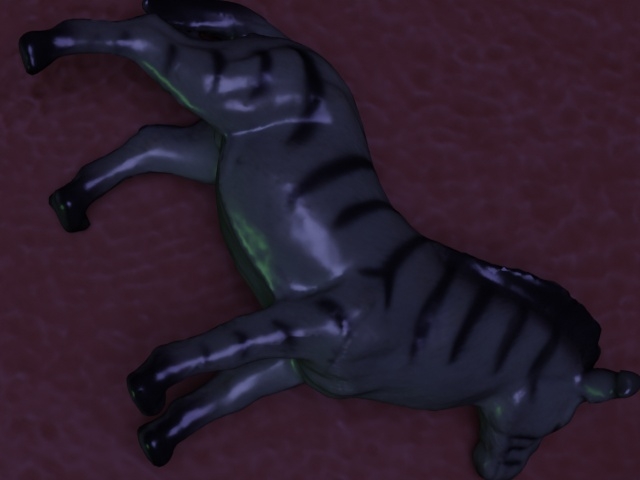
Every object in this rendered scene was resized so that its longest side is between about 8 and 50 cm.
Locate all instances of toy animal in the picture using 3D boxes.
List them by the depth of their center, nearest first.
[{"bbox_3d":[0.001,0.000,0.610,0.176,0.073,0.216,-21,85,-13],"label":"toy animal"}]
